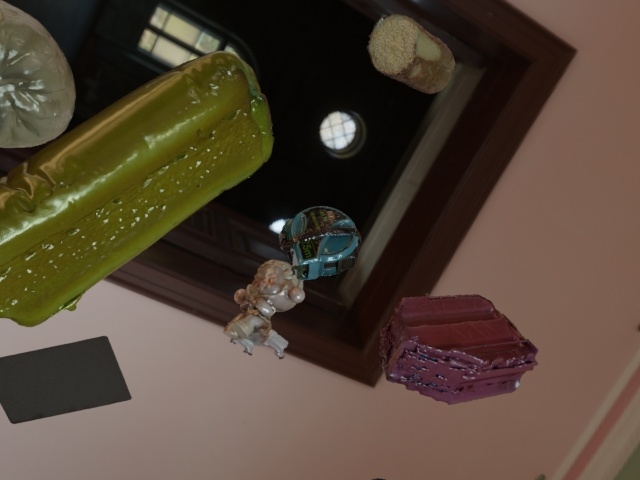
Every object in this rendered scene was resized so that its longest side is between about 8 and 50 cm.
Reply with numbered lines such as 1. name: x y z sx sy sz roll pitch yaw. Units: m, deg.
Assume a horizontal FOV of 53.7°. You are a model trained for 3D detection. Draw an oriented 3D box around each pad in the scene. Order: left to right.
1. pad: -0.437 0.234 1.053 0.003 0.211 0.143 -105 -176 -62

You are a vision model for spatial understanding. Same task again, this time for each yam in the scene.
1. yam: 0.211 -0.408 1.419 0.128 0.238 0.129 39 -72 28

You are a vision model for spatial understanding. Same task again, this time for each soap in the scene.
1. soap: 0.208 0.167 1.015 0.162 0.249 0.099 59 -47 39

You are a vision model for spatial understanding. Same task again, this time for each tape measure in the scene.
1. tape measure: 0.000 0.000 1.129 0.081 0.145 0.125 97 -20 -49

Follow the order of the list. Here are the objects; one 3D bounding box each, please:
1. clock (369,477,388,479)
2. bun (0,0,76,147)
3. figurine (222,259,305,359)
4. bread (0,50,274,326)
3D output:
1. clock: 0.104 0.464 1.115 0.017 0.085 0.085 114 -11 -56
2. bun: -0.709 -0.333 1.320 0.360 0.359 0.211 -55 -159 26
3. figurine: -0.114 0.146 1.513 0.182 0.144 0.257 -28 -150 53
4. bread: -0.220 -0.067 0.689 0.383 0.112 0.166 -40 148 -19
